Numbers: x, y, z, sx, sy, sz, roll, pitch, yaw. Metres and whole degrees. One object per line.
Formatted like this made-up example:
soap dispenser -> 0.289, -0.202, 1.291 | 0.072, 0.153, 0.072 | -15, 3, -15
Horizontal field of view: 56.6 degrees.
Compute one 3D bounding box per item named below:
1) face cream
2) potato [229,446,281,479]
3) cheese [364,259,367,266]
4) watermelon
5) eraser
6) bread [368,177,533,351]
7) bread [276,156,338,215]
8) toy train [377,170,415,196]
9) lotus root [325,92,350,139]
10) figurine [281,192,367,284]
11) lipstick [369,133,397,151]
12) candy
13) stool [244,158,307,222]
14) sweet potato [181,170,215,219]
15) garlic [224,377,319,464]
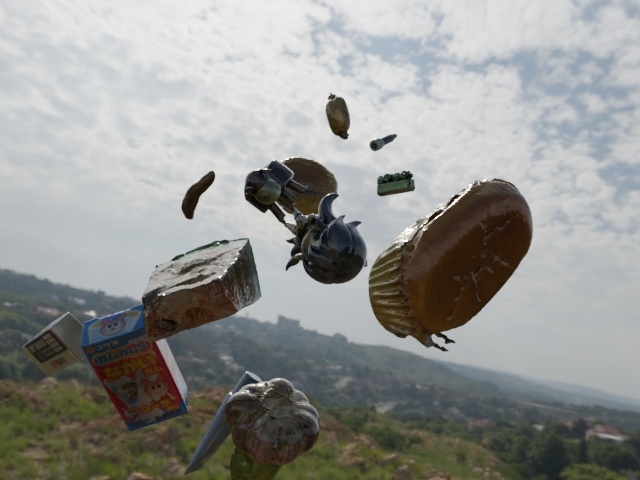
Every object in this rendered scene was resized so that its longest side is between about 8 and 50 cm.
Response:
face cream -> -0.332, 0.628, 2.035 | 0.086, 0.385, 0.135 | 32, -3, 18
potato -> -0.182, 0.649, 1.783 | 0.149, 0.186, 0.253 | 13, -39, -18
cheese -> 0.052, 0.046, 1.863 | 0.191, 0.042, 0.105 | 7, 30, -5
watermelon -> -0.277, 0.130, 1.331 | 0.264, 0.151, 0.302 | -18, 18, 9
eraser -> -0.754, 0.303, 1.709 | 0.279, 0.081, 0.124 | -27, -73, 44
bread -> 0.267, 0.033, 1.195 | 0.236, 0.388, 0.183 | 51, -22, -20
bread -> -0.063, -0.177, 2.056 | 0.244, 0.244, 0.134 | 12, -42, -12
toy train -> 0.238, -0.183, 1.908 | 0.038, 0.071, 0.148 | -4, -1, -42
lotus root -> 0.046, -0.344, 1.621 | 0.063, 0.152, 0.072 | -8, -23, -15
figurine -> 0.010, 0.000, 1.534 | 0.197, 0.265, 0.175 | -5, -46, -15
lipstick -> 0.197, -0.306, 1.827 | 0.037, 0.037, 0.116 | 1, 23, 43
candy -> -0.441, 0.310, 1.439 | 0.157, 0.305, 0.100 | -16, 32, -5
stool -> -0.113, -0.119, 1.406 | 0.121, 0.125, 0.217 | 39, 6, 0
sweet potato -> -0.378, -0.144, 1.808 | 0.053, 0.182, 0.054 | 7, 36, -51
garlic -> -0.125, 0.464, 1.503 | 0.245, 0.160, 0.245 | 15, 32, -9
